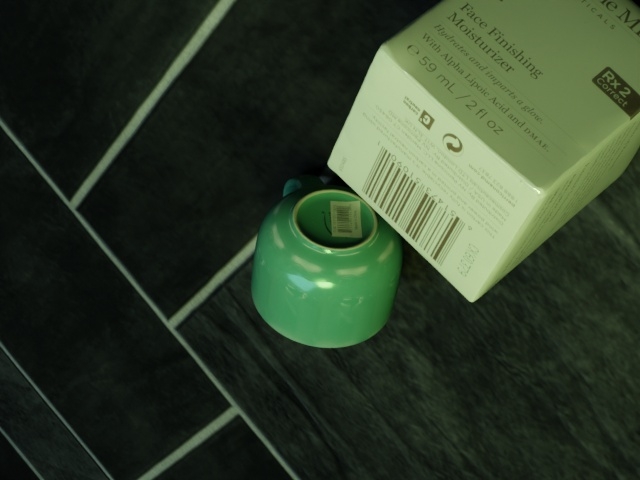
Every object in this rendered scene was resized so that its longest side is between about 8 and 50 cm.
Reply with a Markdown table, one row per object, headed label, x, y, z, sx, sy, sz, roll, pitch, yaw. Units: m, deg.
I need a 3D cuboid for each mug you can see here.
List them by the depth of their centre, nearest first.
| label | x | y | z | sx | sy | sz | roll | pitch | yaw |
| --- | --- | --- | --- | --- | --- | --- | --- | --- | --- |
| mug | -0.003 | 0.007 | 1.582 | 0.158 | 0.129 | 0.097 | 36 | 142 | 23 |

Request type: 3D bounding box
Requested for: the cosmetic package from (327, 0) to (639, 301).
| label | x | y | z | sx | sy | sz | roll | pitch | yaw |
| --- | --- | --- | --- | --- | --- | --- | --- | --- | --- |
| cosmetic package | 0.132 | -0.089 | 1.264 | 0.151 | 0.184 | 0.151 | 43 | 149 | 12 |
